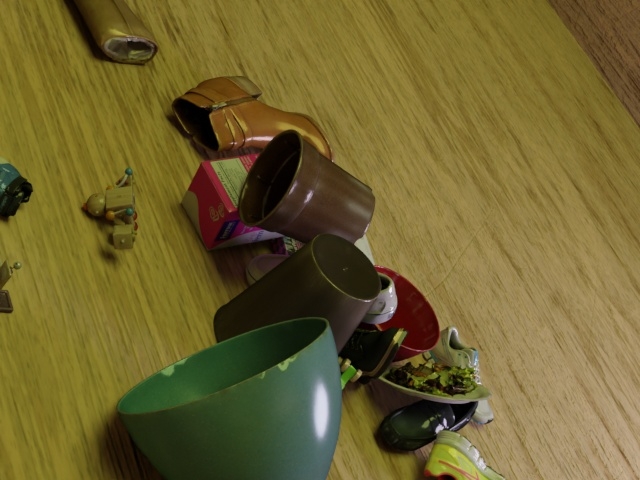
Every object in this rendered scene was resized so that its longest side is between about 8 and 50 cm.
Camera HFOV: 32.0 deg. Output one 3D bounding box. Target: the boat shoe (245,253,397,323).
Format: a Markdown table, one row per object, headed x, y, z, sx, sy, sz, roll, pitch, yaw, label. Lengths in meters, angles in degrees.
| x | y | z | sx | sy | sz | roll | pitch | yaw | label |
| --- | --- | --- | --- | --- | --- | --- | --- | --- | --- |
| 0.001 | 0.057 | 1.801 | 0.258 | 0.084 | 0.095 | 11 | 49 | 12 | boat shoe |

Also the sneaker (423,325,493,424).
| x | y | z | sx | sy | sz | roll | pitch | yaw | label |
| --- | --- | --- | --- | --- | --- | --- | --- | --- | --- |
| 0.256 | 0.235 | 1.975 | 0.071 | 0.083 | 0.190 | -4 | 55 | -52 | sneaker |

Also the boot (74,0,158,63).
| x | y | z | sx | sy | sz | roll | pitch | yaw | label |
| --- | --- | --- | --- | --- | --- | --- | --- | --- | --- |
| -0.440 | -0.452 | 2.034 | 0.236 | 0.089 | 0.269 | -3 | 55 | -49 | boot |

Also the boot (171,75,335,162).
| x | y | z | sx | sy | sz | roll | pitch | yaw | label |
| --- | --- | --- | --- | --- | --- | --- | --- | --- | --- |
| -0.122 | -0.200 | 2.054 | 0.283 | 0.109 | 0.220 | 45 | 30 | 8 | boot |

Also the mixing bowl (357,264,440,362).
| x | y | z | sx | sy | sz | roll | pitch | yaw | label |
| --- | --- | --- | --- | --- | --- | --- | --- | --- | --- |
| 0.103 | 0.141 | 1.902 | 0.181 | 0.098 | 0.181 | 29 | 34 | -22 | mixing bowl |

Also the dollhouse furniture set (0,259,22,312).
| x | y | z | sx | sy | sz | roll | pitch | yaw | label |
| --- | --- | --- | --- | --- | --- | --- | --- | --- | --- |
| -0.440 | 0.023 | 1.462 | 0.091 | 0.081 | 0.114 | 9 | 44 | -42 | dollhouse furniture set |

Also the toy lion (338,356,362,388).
| x | y | z | sx | sy | sz | roll | pitch | yaw | label |
| --- | --- | --- | --- | --- | --- | --- | --- | --- | --- |
| 0.016 | 0.227 | 1.727 | 0.034 | 0.096 | 0.100 | 44 | -9 | -6 | toy lion |

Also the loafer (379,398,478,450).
| x | y | z | sx | sy | sz | roll | pitch | yaw | label |
| --- | --- | --- | --- | --- | --- | --- | --- | --- | --- |
| 0.180 | 0.289 | 1.828 | 0.223 | 0.078 | 0.076 | -5 | 54 | -50 | loafer |

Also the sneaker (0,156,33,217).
| x | y | z | sx | sy | sz | roll | pitch | yaw | label |
| --- | --- | --- | --- | --- | --- | --- | --- | --- | --- |
| -0.466 | -0.067 | 1.565 | 0.085 | 0.058 | 0.152 | 38 | 24 | 9 | sneaker |

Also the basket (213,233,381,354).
| x | y | z | sx | sy | sz | roll | pitch | yaw | label |
| --- | --- | --- | --- | --- | --- | --- | --- | --- | --- |
| -0.025 | 0.110 | 1.677 | 0.154 | 0.227 | 0.204 | -14 | 62 | -54 | basket |

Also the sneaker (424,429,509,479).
| x | y | z | sx | sy | sz | roll | pitch | yaw | label |
| --- | --- | --- | --- | --- | --- | --- | --- | --- | --- |
| 0.239 | 0.401 | 1.777 | 0.208 | 0.081 | 0.094 | 44 | 59 | -10 | sneaker |

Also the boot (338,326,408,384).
| x | y | z | sx | sy | sz | roll | pitch | yaw | label |
| --- | --- | --- | --- | --- | --- | --- | --- | --- | --- |
| 0.049 | 0.155 | 1.764 | 0.137 | 0.198 | 0.077 | 37 | 60 | 0 | boot |

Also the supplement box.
| x | y | z | sx | sy | sz | roll | pitch | yaw | label |
| --- | --- | --- | --- | --- | --- | --- | --- | --- | --- |
| -0.104 | -0.073 | 1.875 | 0.220 | 0.111 | 0.114 | -11 | 59 | -35 | supplement box |

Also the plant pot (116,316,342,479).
| x | y | z | sx | sy | sz | roll | pitch | yaw | label |
| --- | --- | --- | --- | --- | --- | --- | --- | --- | --- |
| -0.090 | 0.245 | 1.436 | 0.290 | 0.290 | 0.195 | -33 | 104 | -58 | plant pot |

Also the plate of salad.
| x | y | z | sx | sy | sz | roll | pitch | yaw | label |
| --- | --- | --- | --- | --- | --- | --- | --- | --- | --- |
| 0.187 | 0.227 | 1.850 | 0.200 | 0.048 | 0.200 | 11 | 7 | -1 | plate of salad |

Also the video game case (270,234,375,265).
| x | y | z | sx | sy | sz | roll | pitch | yaw | label |
| --- | --- | --- | --- | --- | --- | --- | --- | --- | --- |
| 0.000 | 0.000 | 2.012 | 0.210 | 0.042 | 0.232 | 18 | 39 | -33 | video game case |

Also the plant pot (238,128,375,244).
| x | y | z | sx | sy | sz | roll | pitch | yaw | label |
| --- | --- | --- | --- | --- | --- | --- | --- | --- | --- |
| -0.014 | -0.065 | 1.749 | 0.165 | 0.167 | 0.167 | 27 | 35 | -27 | plant pot |

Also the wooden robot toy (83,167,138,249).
| x | y | z | sx | sy | sz | roll | pitch | yaw | label |
| --- | --- | --- | --- | --- | --- | --- | --- | --- | --- |
| -0.323 | -0.042 | 1.711 | 0.079 | 0.076 | 0.173 | -5 | 45 | -5 | wooden robot toy |
